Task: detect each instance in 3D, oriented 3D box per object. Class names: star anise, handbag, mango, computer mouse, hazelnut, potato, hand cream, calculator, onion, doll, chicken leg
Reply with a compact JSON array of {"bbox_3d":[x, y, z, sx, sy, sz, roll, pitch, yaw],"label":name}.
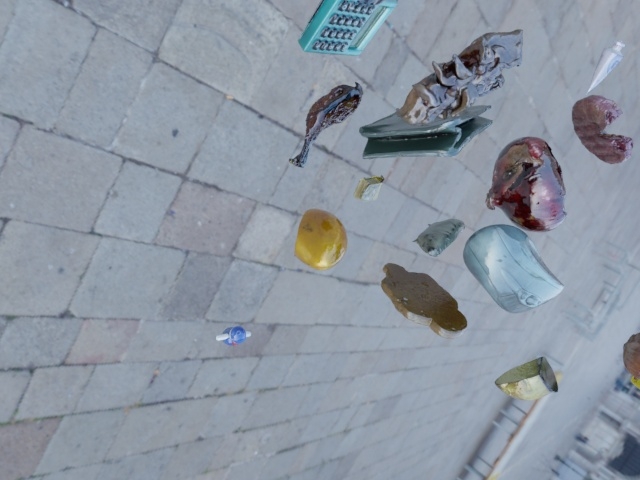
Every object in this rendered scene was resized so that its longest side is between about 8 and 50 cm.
[{"bbox_3d":[0.261,-0.285,1.074,0.214,0.099,0.220,-17,165,-28],"label":"star anise"},{"bbox_3d":[0.247,-0.263,1.363,0.260,0.247,0.079,-37,121,-47],"label":"handbag"},{"bbox_3d":[0.000,0.000,1.664,0.154,0.252,0.126,-2,120,-6],"label":"mango"},{"bbox_3d":[0.547,0.105,1.642,0.188,0.122,0.371,-33,125,26],"label":"computer mouse"},{"bbox_3d":[0.545,0.191,0.968,0.086,0.086,0.086,-36,144,-31],"label":"hazelnut"},{"bbox_3d":[0.414,0.290,1.177,0.103,0.066,0.096,-28,177,31],"label":"potato"},{"bbox_3d":[0.731,-0.443,1.498,0.084,0.053,0.142,-30,146,-50],"label":"hand cream"},{"bbox_3d":[0.087,-0.658,1.750,0.274,0.058,0.248,-13,156,-42],"label":"calculator"},{"bbox_3d":[0.543,-0.146,1.594,0.195,0.272,0.272,-16,140,-6],"label":"onion"},{"bbox_3d":[-0.236,0.262,1.612,0.099,0.058,0.143,-4,167,-23],"label":"doll"},{"bbox_3d":[0.008,-0.284,1.397,0.253,0.051,0.106,-48,146,-2],"label":"chicken leg"}]

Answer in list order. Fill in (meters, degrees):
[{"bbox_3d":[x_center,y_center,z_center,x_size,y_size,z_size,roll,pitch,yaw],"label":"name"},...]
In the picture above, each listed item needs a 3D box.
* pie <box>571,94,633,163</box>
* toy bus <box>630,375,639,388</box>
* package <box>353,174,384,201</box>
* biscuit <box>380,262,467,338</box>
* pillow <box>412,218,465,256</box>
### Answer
[{"bbox_3d":[0.821,-0.326,1.704,0.054,0.204,0.219,-33,118,-4],"label":"pie"},{"bbox_3d":[0.965,0.394,1.495,0.331,0.151,0.145,28,95,-25],"label":"toy bus"},{"bbox_3d":[0.166,-0.165,1.855,0.131,0.047,0.071,-12,131,-51],"label":"package"},{"bbox_3d":[0.270,0.162,1.579,0.208,0.290,0.041,-6,130,-42],"label":"biscuit"},{"bbox_3d":[0.310,-0.014,1.548,0.241,0.093,0.051,-36,131,-52],"label":"pillow"}]
